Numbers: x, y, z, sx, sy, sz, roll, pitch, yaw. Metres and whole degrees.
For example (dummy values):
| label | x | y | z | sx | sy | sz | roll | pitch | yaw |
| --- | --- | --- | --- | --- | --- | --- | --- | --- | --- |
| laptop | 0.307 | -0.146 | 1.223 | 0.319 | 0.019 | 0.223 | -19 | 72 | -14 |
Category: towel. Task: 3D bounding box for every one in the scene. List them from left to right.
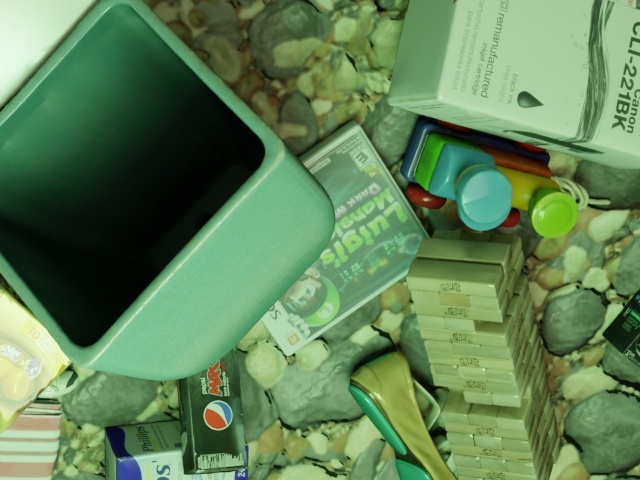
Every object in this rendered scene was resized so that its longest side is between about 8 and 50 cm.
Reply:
| label | x | y | z | sx | sy | sz | roll | pitch | yaw |
| --- | --- | --- | --- | --- | --- | --- | --- | --- | --- |
| towel | -0.341 | 0.243 | 1.671 | 0.144 | 0.029 | 0.197 | 6 | 111 | -22 |

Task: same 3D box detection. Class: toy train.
| label | x | y | z | sx | sy | sz | roll | pitch | yaw |
| --- | --- | --- | --- | --- | --- | --- | --- | --- | --- |
| toy train | 0.215 | -0.046 | 1.666 | 0.248 | 0.143 | 0.105 | 13 | 108 | -23 |

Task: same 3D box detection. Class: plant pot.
| label | x | y | z | sx | sy | sz | roll | pitch | yaw |
| --- | --- | --- | --- | --- | --- | --- | --- | --- | --- |
| plant pot | -0.130 | -0.023 | 1.499 | 0.248 | 0.247 | 0.252 | -47 | 150 | 5 |

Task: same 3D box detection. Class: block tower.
| label | x | y | z | sx | sy | sz | roll | pitch | yaw |
| --- | --- | --- | --- | --- | --- | --- | --- | --- | --- |
| block tower | 0.171 | 0.133 | 1.698 | 0.097 | 0.091 | 0.335 | 5 | 134 | 22 |

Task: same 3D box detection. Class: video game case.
| label | x | y | z | sx | sy | sz | roll | pitch | yaw |
| --- | --- | --- | --- | --- | --- | --- | --- | --- | --- |
| video game case | 0.000 | 0.000 | 1.683 | 0.190 | 0.022 | 0.173 | -35 | 118 | -2 |

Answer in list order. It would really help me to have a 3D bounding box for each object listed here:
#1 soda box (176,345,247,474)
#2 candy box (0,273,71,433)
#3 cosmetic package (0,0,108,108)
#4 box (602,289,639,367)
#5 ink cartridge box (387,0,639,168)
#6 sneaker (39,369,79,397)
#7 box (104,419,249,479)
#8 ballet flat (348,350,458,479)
| label | x | y | z | sx | sy | sz | roll | pitch | yaw |
| --- | --- | --- | --- | --- | --- | --- | --- | --- | --- |
| soda box | -0.109 | 0.143 | 1.645 | 0.053 | 0.060 | 0.169 | -2 | 81 | -17 |
| candy box | -0.331 | 0.078 | 1.575 | 0.109 | 0.053 | 0.186 | -45 | 110 | 3 |
| cosmetic package | -0.281 | -0.203 | 1.471 | 0.231 | 0.085 | 0.117 | -43 | 118 | 0 |
| box | 0.361 | 0.096 | 1.825 | 0.062 | 0.052 | 0.083 | 36 | 96 | -29 |
| ink cartridge box | 0.223 | -0.192 | 1.596 | 0.273 | 0.114 | 0.197 | 13 | 87 | -24 |
| sneaker | -0.276 | 0.133 | 1.641 | 0.083 | 0.032 | 0.037 | -7 | 114 | -16 |
| box | -0.147 | 0.253 | 1.712 | 0.137 | 0.072 | 0.126 | -4 | 112 | -16 |
| ballet flat | 0.109 | 0.214 | 1.781 | 0.073 | 0.080 | 0.232 | -39 | 121 | -18 |
